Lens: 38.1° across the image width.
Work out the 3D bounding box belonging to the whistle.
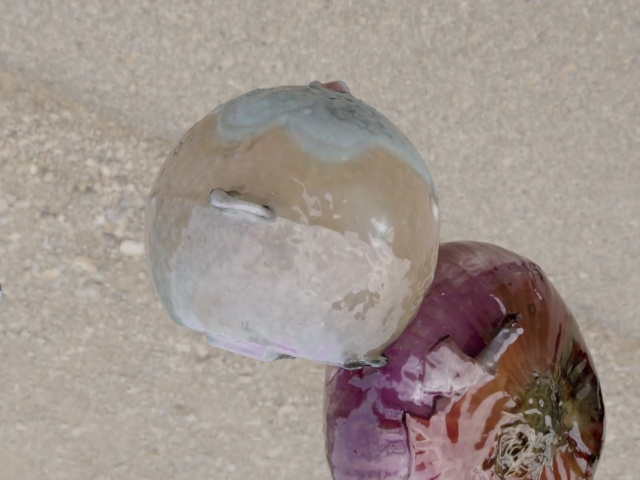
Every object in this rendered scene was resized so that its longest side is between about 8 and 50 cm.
[{"bbox_3d":[0.000,0.000,0.629,0.189,0.189,0.348,-4,168,13],"label":"whistle"}]

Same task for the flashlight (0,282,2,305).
[{"bbox_3d":[-0.477,0.095,1.352,0.018,0.018,0.083,-1,138,-26],"label":"flashlight"}]

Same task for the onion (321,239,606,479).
[{"bbox_3d":[0.123,0.176,0.953,0.348,0.347,0.285,33,153,-35],"label":"onion"}]
